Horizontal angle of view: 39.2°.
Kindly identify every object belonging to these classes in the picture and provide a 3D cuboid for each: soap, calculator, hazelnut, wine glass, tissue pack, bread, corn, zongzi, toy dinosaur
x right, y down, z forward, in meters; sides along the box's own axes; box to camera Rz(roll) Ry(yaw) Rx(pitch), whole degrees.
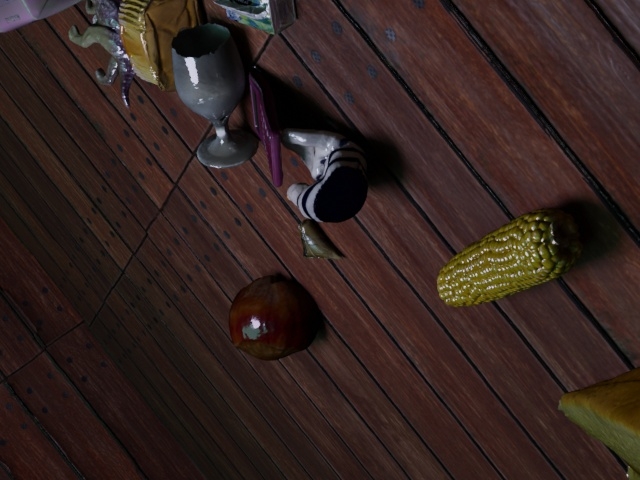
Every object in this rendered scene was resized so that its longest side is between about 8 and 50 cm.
[{"bbox_3d":[-0.546,-0.503,1.739,0.199,0.182,0.138,6,127,51],"label":"soap"},{"bbox_3d":[-0.087,-0.190,1.514,0.127,0.034,0.190,90,166,-47],"label":"calculator"},{"bbox_3d":[-0.099,0.168,1.897,0.201,0.161,0.170,-9,136,16],"label":"hazelnut"},{"bbox_3d":[-0.185,-0.250,1.571,0.126,0.126,0.241,28,144,36],"label":"wine glass"},{"bbox_3d":[-0.104,-0.368,1.372,0.111,0.079,0.085,28,144,35],"label":"tissue pack"},{"bbox_3d":[0.442,0.304,1.189,0.233,0.245,0.361,51,147,1],"label":"bread"},{"bbox_3d":[0.267,0.029,1.267,0.101,0.101,0.310,51,156,1],"label":"corn"},{"bbox_3d":[0.000,0.000,1.674,0.083,0.040,0.076,9,124,36],"label":"zongzi"},{"bbox_3d":[-0.277,-0.361,1.571,0.114,0.132,0.191,28,140,38],"label":"bread"},{"bbox_3d":[-0.385,-0.398,1.655,0.162,0.077,0.294,10,116,34],"label":"toy dinosaur"}]

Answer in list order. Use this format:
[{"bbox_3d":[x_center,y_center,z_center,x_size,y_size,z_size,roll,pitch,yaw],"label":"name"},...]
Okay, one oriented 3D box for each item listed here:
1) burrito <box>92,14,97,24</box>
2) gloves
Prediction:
[{"bbox_3d":[-0.370,-0.393,1.740,0.203,0.064,0.064,31,144,29],"label":"burrito"},{"bbox_3d":[0.007,-0.116,1.465,0.219,0.131,0.140,-105,11,-62],"label":"gloves"}]
